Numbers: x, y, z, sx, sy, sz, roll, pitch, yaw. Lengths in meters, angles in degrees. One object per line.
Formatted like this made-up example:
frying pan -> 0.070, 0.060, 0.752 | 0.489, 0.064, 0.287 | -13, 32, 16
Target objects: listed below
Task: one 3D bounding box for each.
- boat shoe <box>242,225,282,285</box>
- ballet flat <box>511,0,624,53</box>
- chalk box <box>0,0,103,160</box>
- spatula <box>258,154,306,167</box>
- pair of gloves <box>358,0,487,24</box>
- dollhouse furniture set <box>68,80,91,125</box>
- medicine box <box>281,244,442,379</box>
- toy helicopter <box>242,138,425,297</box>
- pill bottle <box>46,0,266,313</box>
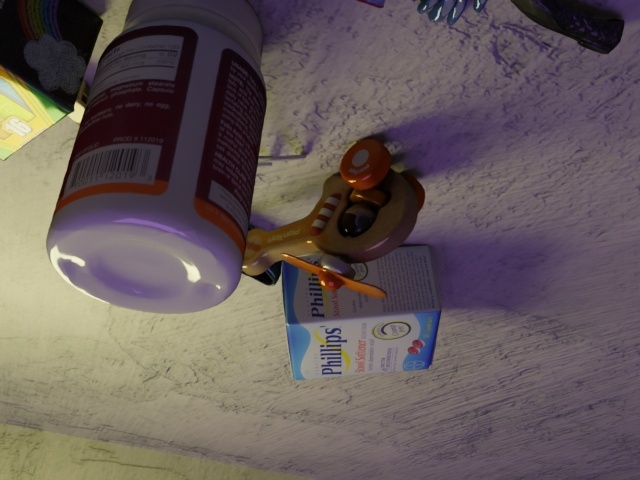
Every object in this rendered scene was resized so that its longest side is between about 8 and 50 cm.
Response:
boat shoe -> -0.171, 0.008, 1.511 | 0.258, 0.089, 0.109 | 21, 144, -24
ballet flat -> 0.311, -0.290, 1.041 | 0.173, 0.049, 0.057 | 20, -173, -21
chalk box -> -0.460, -0.269, 1.035 | 0.179, 0.180, 0.289 | -23, 137, 36
spatula -> -0.131, -0.117, 1.259 | 0.168, 0.019, 0.242 | -11, -177, 23
pair of gloves -> 0.125, -0.338, 0.999 | 0.198, 0.023, 0.159 | 12, 145, -14
dollhouse furniture set -> -0.275, -0.172, 1.232 | 0.182, 0.101, 0.161 | -12, 144, 24
medicine box -> 0.076, 0.149, 1.615 | 0.289, 0.149, 0.263 | -6, 147, -1
toy helicopter -> 0.000, 0.000, 1.343 | 0.355, 0.235, 0.140 | -18, 142, 31
pill bottle -> -0.186, -0.127, 1.022 | 0.224, 0.392, 0.224 | 4, 147, 2
